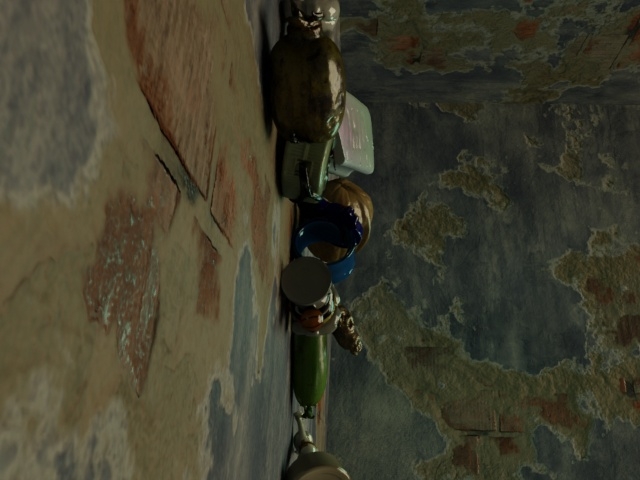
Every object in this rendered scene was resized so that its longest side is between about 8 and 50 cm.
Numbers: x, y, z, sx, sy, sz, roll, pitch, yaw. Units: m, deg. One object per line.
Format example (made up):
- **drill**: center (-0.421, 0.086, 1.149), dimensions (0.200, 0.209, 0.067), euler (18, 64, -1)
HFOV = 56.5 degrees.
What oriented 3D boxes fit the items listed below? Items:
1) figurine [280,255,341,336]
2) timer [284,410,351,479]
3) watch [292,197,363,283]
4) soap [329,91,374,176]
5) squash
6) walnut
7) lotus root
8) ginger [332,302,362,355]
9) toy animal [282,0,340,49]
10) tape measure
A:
- **figurine**: center (-0.020, 0.152, 1.450), dimensions (0.236, 0.132, 0.176), euler (79, 9, -64)
- **timer**: center (-0.032, 0.595, 1.611), dimensions (0.266, 0.175, 0.175), euler (-126, -146, -66)
- **watch**: center (0.008, 0.006, 1.580), dimensions (0.200, 0.196, 0.171), euler (-61, 152, -30)
- **soap**: center (0.042, -0.292, 1.608), dimensions (0.347, 0.115, 0.208), euler (0, 85, -69)
- **squash**: center (-0.028, 0.311, 1.631), dimensions (0.101, 0.101, 0.379), euler (-64, 157, -80)
- **walnut**: center (0.048, -0.057, 1.794), dimensions (0.225, 0.224, 0.261), euler (-82, 177, -55)
- **lotus root**: center (-0.027, -0.308, 1.096), dimensions (0.154, 0.154, 0.278), euler (-81, 169, -58)
- **ginger**: center (0.022, 0.205, 1.718), dimensions (0.333, 0.080, 0.166), euler (41, -39, 53)
- **toy animal**: center (-0.018, -0.441, 1.308), dimensions (0.179, 0.127, 0.193), euler (-85, 172, -55)
- **tape measure**: center (-0.020, -0.171, 1.345), dimensions (0.235, 0.115, 0.207), euler (97, 3, -68)
